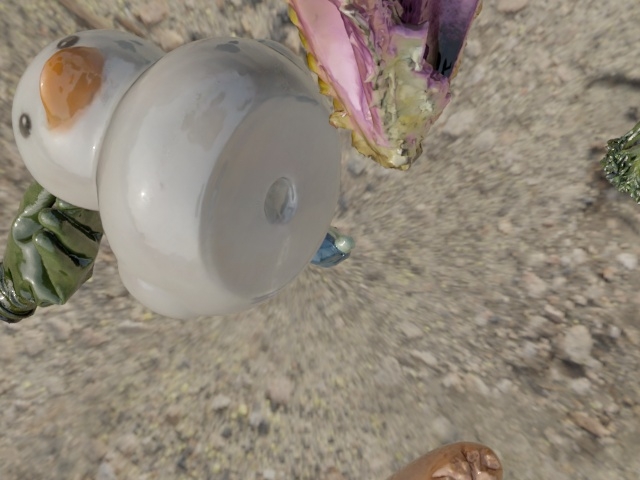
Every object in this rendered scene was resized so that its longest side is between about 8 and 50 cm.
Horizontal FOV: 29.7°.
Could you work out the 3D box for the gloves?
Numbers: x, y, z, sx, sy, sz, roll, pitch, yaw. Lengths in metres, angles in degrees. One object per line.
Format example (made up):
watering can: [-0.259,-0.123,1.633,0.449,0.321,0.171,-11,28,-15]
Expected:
gloves: [-0.313,0.005,1.396,0.107,0.268,0.135,-12,69,-39]

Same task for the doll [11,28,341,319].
doll: [-0.111,-0.060,0.878,0.221,0.251,0.221,-11,64,25]

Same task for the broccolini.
broccolini: [0.261,-0.103,0.873,0.058,0.216,0.067,26,60,6]

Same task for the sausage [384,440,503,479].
sausage: [0.113,0.276,1.285,0.086,0.289,0.086,5,69,-13]

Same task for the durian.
durian: [0.017,-0.169,0.528,0.112,0.341,0.191,16,76,20]

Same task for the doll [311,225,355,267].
doll: [0.000,0.000,1.328,0.076,0.083,0.050,37,92,8]
